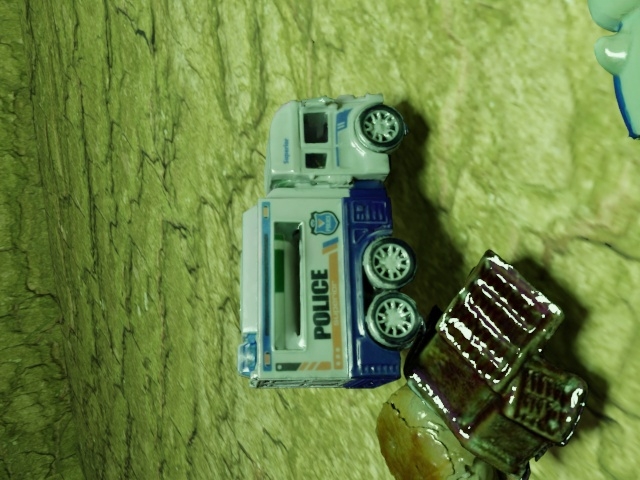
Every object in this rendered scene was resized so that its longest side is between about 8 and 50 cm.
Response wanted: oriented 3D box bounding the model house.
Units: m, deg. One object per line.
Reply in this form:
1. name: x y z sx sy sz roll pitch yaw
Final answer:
1. model house: 0.156 0.094 0.573 0.165 0.106 0.152 44 133 19

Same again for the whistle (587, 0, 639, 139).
1. whistle: 0.213 -0.108 0.388 0.092 0.110 0.244 65 -172 -88

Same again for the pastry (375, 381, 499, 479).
1. pastry: 0.115 0.216 0.694 0.153 0.081 0.153 30 129 44

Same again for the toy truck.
1. toy truck: 0.000 0.000 0.635 0.124 0.155 0.268 113 156 -72
